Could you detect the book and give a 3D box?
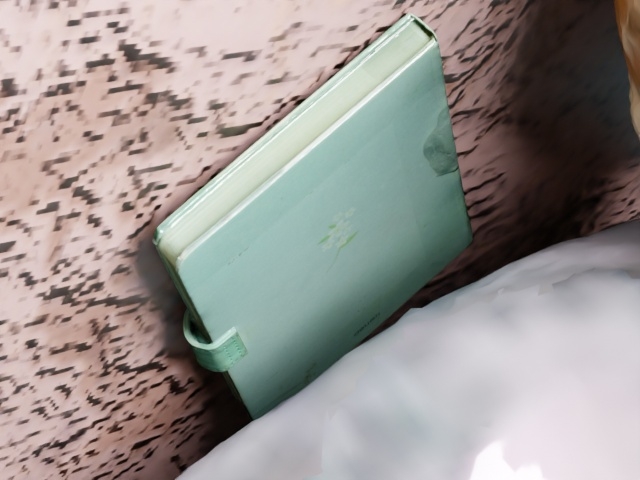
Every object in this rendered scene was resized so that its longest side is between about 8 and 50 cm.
[{"bbox_3d":[0.000,0.000,0.592,0.103,0.017,0.135,-41,156,-10],"label":"book"}]

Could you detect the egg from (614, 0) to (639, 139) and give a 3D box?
[{"bbox_3d":[0.175,-0.071,0.534,0.195,0.195,0.233,-45,166,3],"label":"egg"}]

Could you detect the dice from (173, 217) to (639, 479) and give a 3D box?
[{"bbox_3d":[0.103,0.208,0.666,0.328,0.348,0.330,-35,155,4],"label":"dice"}]
